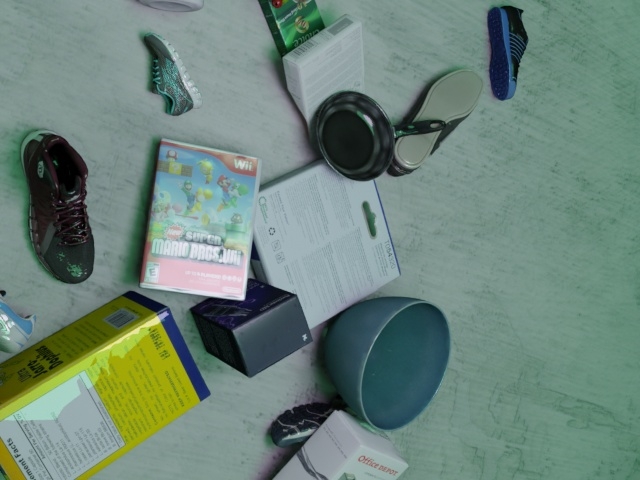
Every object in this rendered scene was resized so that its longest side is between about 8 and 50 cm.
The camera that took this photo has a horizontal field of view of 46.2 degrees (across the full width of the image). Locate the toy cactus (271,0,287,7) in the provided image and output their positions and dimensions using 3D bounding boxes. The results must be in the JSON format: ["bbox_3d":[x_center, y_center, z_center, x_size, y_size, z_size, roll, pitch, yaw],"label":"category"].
[{"bbox_3d":[-0.118,-0.560,1.470,0.219,0.112,0.180,46,44,-1],"label":"toy cactus"}]

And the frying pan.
[{"bbox_3d":[0.116,-0.254,1.630,0.326,0.053,0.197,-38,102,-30],"label":"frying pan"}]

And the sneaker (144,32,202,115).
[{"bbox_3d":[-0.290,-0.308,1.410,0.076,0.065,0.166,-38,113,-19],"label":"sneaker"}]

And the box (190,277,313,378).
[{"bbox_3d":[-0.138,0.166,1.480,0.153,0.207,0.108,-28,110,-27],"label":"box"}]

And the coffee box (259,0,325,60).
[{"bbox_3d":[-0.044,-0.436,1.564,0.113,0.040,0.184,-32,112,-27],"label":"coffee box"}]

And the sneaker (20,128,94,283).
[{"bbox_3d":[-0.440,-0.050,1.283,0.106,0.162,0.281,-20,106,-30],"label":"sneaker"}]

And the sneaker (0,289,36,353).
[{"bbox_3d":[-0.591,0.100,1.262,0.237,0.085,0.086,41,48,-26],"label":"sneaker"}]

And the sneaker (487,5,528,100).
[{"bbox_3d":[0.478,-0.469,1.876,0.090,0.081,0.232,-9,100,-25],"label":"sneaker"}]

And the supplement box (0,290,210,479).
[{"bbox_3d":[-0.414,0.269,1.322,0.356,0.195,0.194,-31,112,-27],"label":"supplement box"}]

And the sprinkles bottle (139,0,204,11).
[{"bbox_3d":[-0.261,-0.603,1.354,0.121,0.121,0.355,1,95,-33],"label":"sprinkles bottle"}]

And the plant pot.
[{"bbox_3d":[0.122,0.245,1.653,0.290,0.195,0.290,-16,114,-39],"label":"plant pot"}]

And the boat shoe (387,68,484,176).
[{"bbox_3d":[0.261,-0.279,1.766,0.112,0.095,0.335,42,67,-3],"label":"boat shoe"}]

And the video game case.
[{"bbox_3d":[-0.226,-0.037,1.436,0.204,0.025,0.285,9,82,-21],"label":"video game case"}]

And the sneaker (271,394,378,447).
[{"bbox_3d":[0.022,0.430,1.679,0.283,0.110,0.122,-9,104,-32],"label":"sneaker"}]

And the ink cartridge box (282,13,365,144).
[{"bbox_3d":[0.015,-0.337,1.583,0.181,0.056,0.225,-40,151,-21],"label":"ink cartridge box"}]

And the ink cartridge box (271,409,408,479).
[{"bbox_3d":[0.026,0.520,1.615,0.273,0.115,0.198,-49,135,6],"label":"ink cartridge box"}]

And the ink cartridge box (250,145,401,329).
[{"bbox_3d":[0.000,0.000,1.634,0.330,0.071,0.324,-27,109,-31],"label":"ink cartridge box"}]
